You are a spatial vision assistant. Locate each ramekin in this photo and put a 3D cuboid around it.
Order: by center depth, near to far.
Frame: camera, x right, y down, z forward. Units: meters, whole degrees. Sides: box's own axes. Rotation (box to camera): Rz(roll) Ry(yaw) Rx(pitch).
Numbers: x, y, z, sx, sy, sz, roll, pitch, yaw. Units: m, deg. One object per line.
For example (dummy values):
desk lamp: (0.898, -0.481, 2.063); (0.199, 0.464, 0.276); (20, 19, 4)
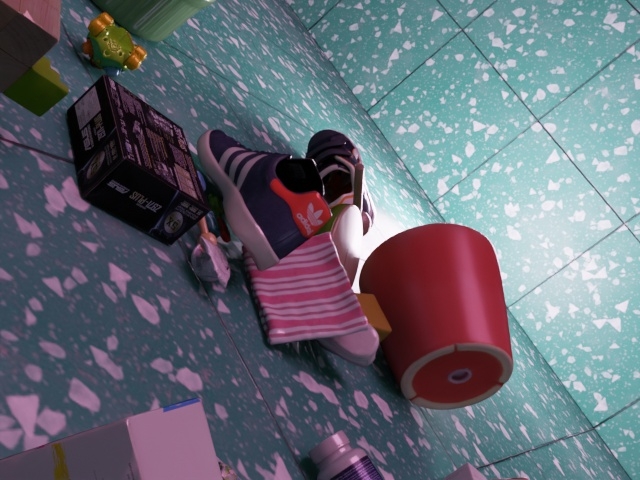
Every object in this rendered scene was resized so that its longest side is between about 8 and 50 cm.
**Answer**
ramekin: (-0.356, -0.526, 1.493); (0.303, 0.148, 0.303); (45, 17, -18)

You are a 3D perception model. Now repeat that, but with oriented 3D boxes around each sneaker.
sneaker: (-0.005, 0.119, 1.181); (0.212, 0.080, 0.094); (42, -22, 21)
sneaker: (-0.082, -0.090, 1.185); (0.131, 0.148, 0.350); (60, -2, -39)
sneaker: (0.030, -0.162, 1.769); (0.127, 0.126, 0.321); (42, 19, -47)

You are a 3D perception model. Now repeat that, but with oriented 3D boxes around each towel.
towel: (-0.027, 0.065, 1.129); (0.197, 0.144, 0.029); (-113, -160, -45)

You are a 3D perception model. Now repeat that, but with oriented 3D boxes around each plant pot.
plant pot: (0.048, 0.133, 1.259); (0.083, 0.081, 0.081); (19, 34, -42)
plant pot: (0.217, 0.148, 1.395); (0.275, 0.275, 0.243); (38, 29, -37)

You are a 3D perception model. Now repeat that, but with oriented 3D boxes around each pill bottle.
pill bottle: (0.038, 0.286, 0.911); (0.120, 0.067, 0.067); (56, 17, 17)

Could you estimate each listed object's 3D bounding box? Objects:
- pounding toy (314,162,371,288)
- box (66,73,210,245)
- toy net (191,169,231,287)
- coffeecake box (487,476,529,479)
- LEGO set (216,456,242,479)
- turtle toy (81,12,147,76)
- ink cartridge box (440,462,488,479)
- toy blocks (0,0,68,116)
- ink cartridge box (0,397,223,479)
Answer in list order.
pounding toy: (0.000, 0.000, 1.341); (0.183, 0.110, 0.236); (76, 30, -50)
box: (-0.237, -0.104, 1.012); (0.147, 0.077, 0.180); (33, 24, -46)
toy net: (-0.161, -0.007, 1.080); (0.122, 0.045, 0.232); (63, 6, -45)
coffeecake box: (0.272, 0.437, 1.052); (0.142, 0.068, 0.185); (42, 50, -26)
LEGO set: (-0.085, 0.272, 0.696); (0.244, 0.060, 0.182); (48, 4, -15)
turtle toy: (-0.327, -0.300, 1.223); (0.095, 0.066, 0.130); (44, 17, -20)
ink cartridge box: (0.246, 0.433, 1.154); (0.104, 0.062, 0.181); (43, 18, -25)
toy blocks: (-0.408, -0.333, 0.785); (0.381, 0.191, 0.260); (34, 32, -44)
ink cartridge box: (-0.152, 0.175, 0.538); (0.092, 0.143, 0.089); (5, 66, -68)
